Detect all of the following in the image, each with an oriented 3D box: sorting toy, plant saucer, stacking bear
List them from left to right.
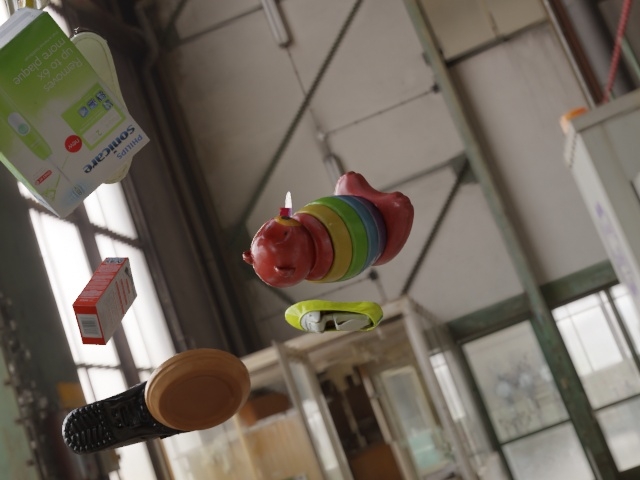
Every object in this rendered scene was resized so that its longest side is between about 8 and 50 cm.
[{"bbox_3d":[-0.614,-0.509,2.038,0.038,0.193,0.208,-6,-19,-32],"label":"sorting toy"},{"bbox_3d":[-0.226,0.288,1.850,0.200,0.037,0.200,-8,-54,-11],"label":"plant saucer"},{"bbox_3d":[0.000,0.000,1.715,0.289,0.175,0.164,-18,-54,-45],"label":"stacking bear"}]

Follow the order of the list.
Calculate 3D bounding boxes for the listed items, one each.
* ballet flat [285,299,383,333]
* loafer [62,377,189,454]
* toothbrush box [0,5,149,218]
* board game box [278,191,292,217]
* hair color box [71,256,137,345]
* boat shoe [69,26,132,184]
[{"bbox_3d":[0.026,0.177,2.233,0.231,0.077,0.077,-3,30,13],"label":"ballet flat"},{"bbox_3d":[-0.362,0.362,2.121,0.366,0.133,0.130,-12,-11,-1],"label":"loafer"},{"bbox_3d":[-0.460,-0.212,1.648,0.206,0.283,0.122,-44,35,-14],"label":"toothbrush box"},{"bbox_3d":[-0.090,-0.029,2.270,0.033,0.168,0.133,1,11,-8],"label":"board game box"},{"bbox_3d":[-0.404,0.112,1.865,0.053,0.093,0.167,1,31,14],"label":"hair color box"},{"bbox_3d":[-0.460,-0.278,2.044,0.117,0.324,0.097,-15,28,-14],"label":"boat shoe"}]
